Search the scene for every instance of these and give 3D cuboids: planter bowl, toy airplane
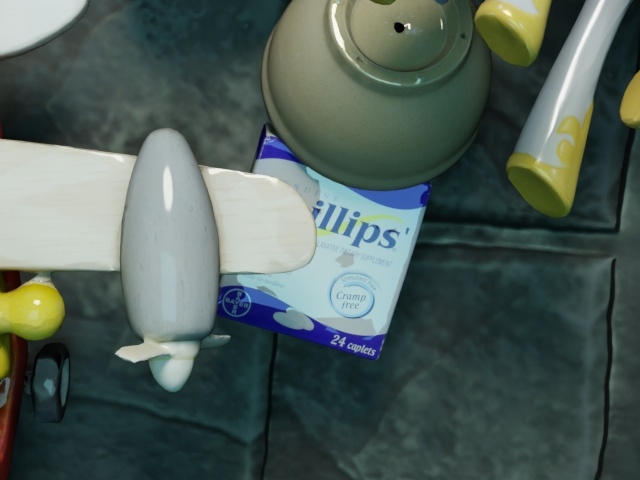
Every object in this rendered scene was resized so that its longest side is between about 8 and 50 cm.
[{"bbox_3d":[0.046,-0.128,1.224,0.162,0.109,0.162,3,70,-8],"label":"planter bowl"},{"bbox_3d":[-0.253,-0.003,1.172,0.386,0.272,0.384,-41,105,15],"label":"toy airplane"}]

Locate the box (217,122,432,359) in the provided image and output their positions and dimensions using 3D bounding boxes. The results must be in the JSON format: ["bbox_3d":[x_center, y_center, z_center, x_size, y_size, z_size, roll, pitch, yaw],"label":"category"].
[{"bbox_3d":[0.000,0.000,1.299,0.126,0.072,0.137,16,99,-3],"label":"box"}]

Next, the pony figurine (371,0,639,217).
[{"bbox_3d":[0.179,-0.252,1.140,0.351,0.303,0.363,48,66,-20],"label":"pony figurine"}]
